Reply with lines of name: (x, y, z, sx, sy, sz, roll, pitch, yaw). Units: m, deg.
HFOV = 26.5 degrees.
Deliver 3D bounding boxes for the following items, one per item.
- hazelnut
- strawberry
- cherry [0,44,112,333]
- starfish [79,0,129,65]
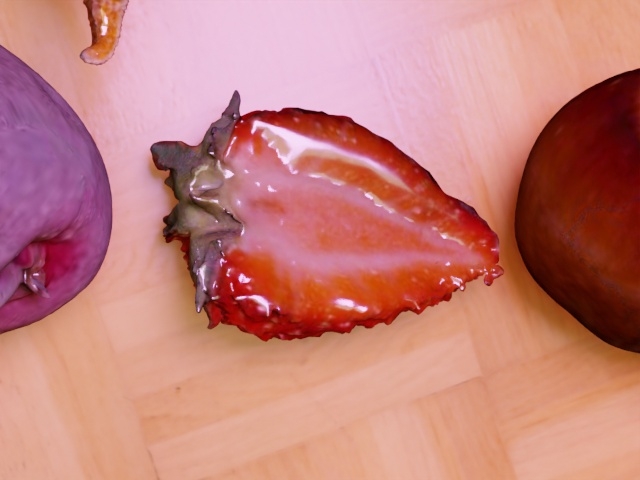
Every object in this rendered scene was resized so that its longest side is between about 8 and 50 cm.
hazelnut: (0.262, -0.013, 0.941, 0.251, 0.217, 0.217, 1, 90, -33)
strawberry: (0.003, -0.014, 0.953, 0.228, 0.098, 0.174, -5, 75, -20)
cherry: (-0.234, -0.035, 0.856, 0.183, 0.213, 0.266, -29, 71, 6)
starfish: (-0.231, -0.288, 0.844, 0.293, 0.084, 0.301, 19, 114, 28)
